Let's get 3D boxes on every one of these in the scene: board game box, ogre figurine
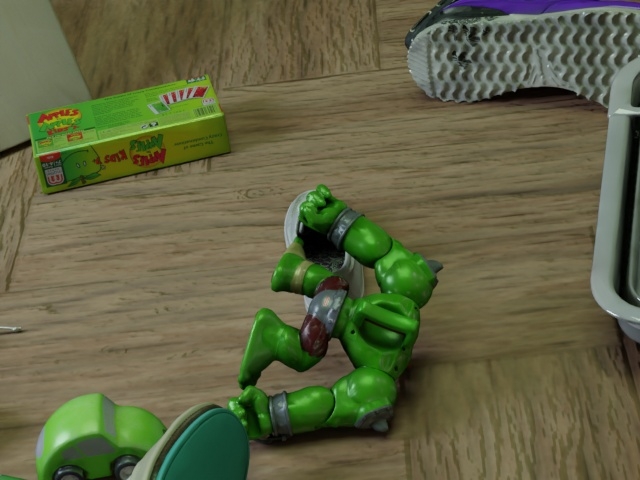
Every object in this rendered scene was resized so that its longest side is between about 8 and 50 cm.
[{"bbox_3d":[-0.185,-0.103,1.561,0.181,0.043,0.092,-13,32,-7],"label":"board game box"},{"bbox_3d":[0.014,0.064,1.194,0.118,0.097,0.197,16,48,10],"label":"ogre figurine"}]

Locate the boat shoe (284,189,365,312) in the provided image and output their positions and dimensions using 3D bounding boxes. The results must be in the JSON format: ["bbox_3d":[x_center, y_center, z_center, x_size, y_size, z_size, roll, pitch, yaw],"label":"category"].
[{"bbox_3d":[0.000,0.000,1.337,0.066,0.063,0.184,-7,33,4],"label":"boat shoe"}]

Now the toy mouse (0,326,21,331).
[{"bbox_3d":[-0.351,0.063,1.355,0.161,0.031,0.143,-24,35,-22],"label":"toy mouse"}]

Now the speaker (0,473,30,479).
[{"bbox_3d":[-0.321,0.211,1.010,0.296,0.131,0.131,-3,32,-2],"label":"speaker"}]

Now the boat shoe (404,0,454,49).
[{"bbox_3d":[0.136,-0.234,1.684,0.040,0.049,0.142,14,41,32],"label":"boat shoe"}]

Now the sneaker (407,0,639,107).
[{"bbox_3d":[0.241,-0.204,1.560,0.293,0.102,0.146,5,34,21],"label":"sneaker"}]

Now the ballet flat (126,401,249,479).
[{"bbox_3d":[-0.114,0.199,1.050,0.086,0.086,0.248,0,34,14],"label":"ballet flat"}]

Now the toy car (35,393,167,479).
[{"bbox_3d":[-0.222,0.148,1.170,0.225,0.053,0.239,-10,33,-2],"label":"toy car"}]

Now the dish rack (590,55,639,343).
[{"bbox_3d":[0.361,-0.034,1.252,0.285,0.072,0.333,-2,41,17],"label":"dish rack"}]

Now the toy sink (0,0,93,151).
[{"bbox_3d":[-0.356,-0.203,1.655,0.153,0.234,0.131,-27,7,-25],"label":"toy sink"}]
